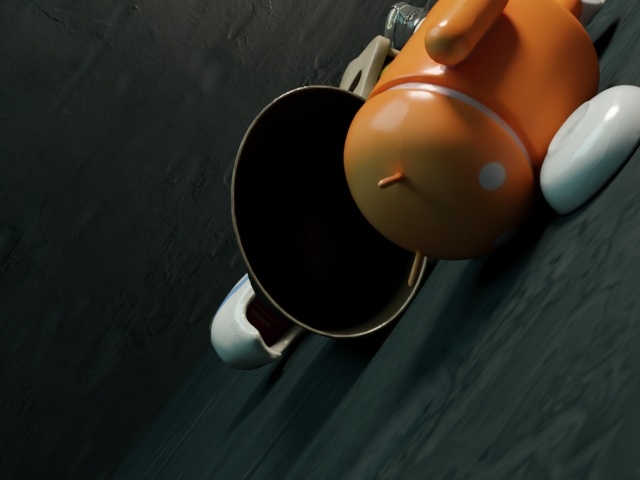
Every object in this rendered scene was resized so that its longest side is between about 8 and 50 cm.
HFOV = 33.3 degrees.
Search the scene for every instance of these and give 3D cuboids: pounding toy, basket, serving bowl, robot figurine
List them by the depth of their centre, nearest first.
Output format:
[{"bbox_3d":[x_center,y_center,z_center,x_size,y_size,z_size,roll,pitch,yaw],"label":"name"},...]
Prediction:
[{"bbox_3d":[0.149,-0.055,0.595,0.083,0.027,0.083,-53,5,7],"label":"serving bowl"},{"bbox_3d":[0.097,-0.075,0.679,0.219,0.128,0.158,-55,7,-32],"label":"robot figurine"},{"bbox_3d":[0.000,0.000,0.941,0.154,0.204,0.227,-10,-12,-7],"label":"basket"},{"bbox_3d":[0.020,-0.092,1.155,0.154,0.155,0.269,-164,92,-73],"label":"pounding toy"}]

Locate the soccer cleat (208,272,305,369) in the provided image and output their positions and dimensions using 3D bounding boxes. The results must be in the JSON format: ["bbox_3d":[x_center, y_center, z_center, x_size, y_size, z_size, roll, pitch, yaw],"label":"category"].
[{"bbox_3d":[-0.007,0.021,1.307,0.331,0.116,0.143,-57,21,-21],"label":"soccer cleat"}]

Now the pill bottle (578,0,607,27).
[{"bbox_3d":[0.136,-0.148,0.885,0.215,0.117,0.117,-49,6,42],"label":"pill bottle"}]

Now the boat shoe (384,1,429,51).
[{"bbox_3d":[0.115,-0.207,1.447,0.084,0.079,0.233,-33,-39,-39],"label":"boat shoe"}]
